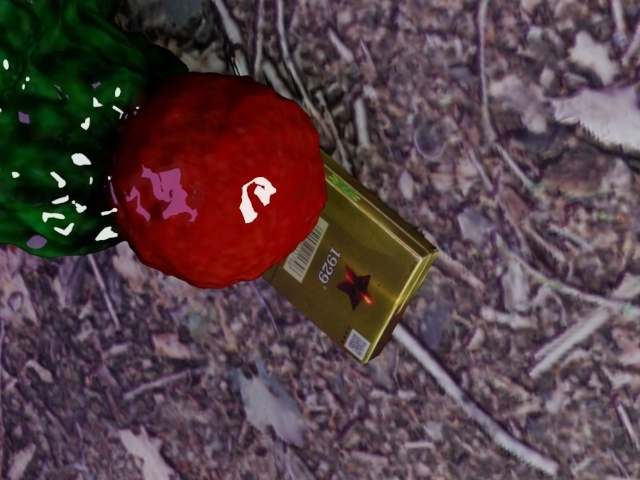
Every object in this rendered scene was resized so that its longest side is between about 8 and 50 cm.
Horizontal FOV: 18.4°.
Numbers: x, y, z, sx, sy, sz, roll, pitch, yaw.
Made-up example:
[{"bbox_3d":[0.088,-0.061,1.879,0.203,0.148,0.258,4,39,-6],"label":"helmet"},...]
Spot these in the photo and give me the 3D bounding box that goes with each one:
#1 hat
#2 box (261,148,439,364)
[{"bbox_3d":[-0.155,-0.069,1.147,0.332,0.274,0.242,27,133,5],"label":"hat"},{"bbox_3d":[0.000,0.000,1.180,0.133,0.023,0.090,40,129,19],"label":"box"}]
